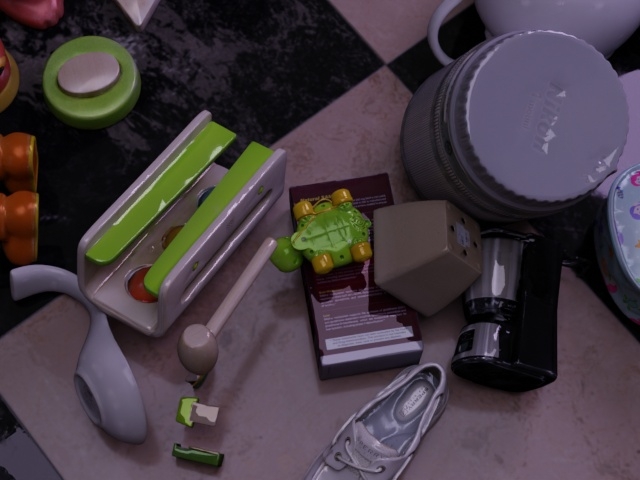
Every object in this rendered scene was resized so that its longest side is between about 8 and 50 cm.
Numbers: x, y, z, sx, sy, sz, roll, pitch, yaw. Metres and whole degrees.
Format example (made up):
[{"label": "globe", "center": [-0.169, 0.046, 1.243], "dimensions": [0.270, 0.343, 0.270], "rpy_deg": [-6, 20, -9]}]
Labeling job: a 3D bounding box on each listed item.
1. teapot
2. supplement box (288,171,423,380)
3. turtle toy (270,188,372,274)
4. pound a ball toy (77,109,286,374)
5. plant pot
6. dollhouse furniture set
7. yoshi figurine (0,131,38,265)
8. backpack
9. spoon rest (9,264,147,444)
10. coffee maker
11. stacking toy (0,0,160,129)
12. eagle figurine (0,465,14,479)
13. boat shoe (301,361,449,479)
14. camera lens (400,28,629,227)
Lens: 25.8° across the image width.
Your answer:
[{"label": "teapot", "center": [0.310, -0.304, 1.838], "dimensions": [0.256, 0.187, 0.252], "rpy_deg": [22, 42, 28]}, {"label": "supplement box", "center": [0.042, 0.044, 1.748], "dimensions": [0.130, 0.073, 0.239], "rpy_deg": [-8, 70, -4]}, {"label": "turtle toy", "center": [0.000, 0.000, 1.689], "dimensions": [0.130, 0.066, 0.095], "rpy_deg": [-18, 73, -6]}, {"label": "pound a ball toy", "center": [-0.143, 0.017, 1.686], "dimensions": [0.208, 0.136, 0.319], "rpy_deg": [27, 53, 14]}, {"label": "plant pot", "center": [0.135, 0.012, 1.681], "dimensions": [0.096, 0.109, 0.109], "rpy_deg": [-24, 49, 33]}, {"label": "dollhouse furniture set", "center": [-0.134, 0.192, 1.686], "dimensions": [0.058, 0.076, 0.152], "rpy_deg": [11, 79, 5]}, {"label": "yoshi figurine", "center": [-0.534, -0.037, 1.737], "dimensions": [0.362, 0.203, 0.203], "rpy_deg": [0, 101, -13]}, {"label": "backpack", "center": [0.473, -0.007, 1.725], "dimensions": [0.253, 0.191, 0.225], "rpy_deg": [-10, 72, -1]}, {"label": "spoon rest", "center": [-0.277, 0.129, 1.688], "dimensions": [0.084, 0.137, 0.276], "rpy_deg": [-25, 58, -26]}, {"label": "coffee maker", "center": [0.249, 0.089, 1.711], "dimensions": [0.171, 0.120, 0.178], "rpy_deg": [6, 69, 0]}, {"label": "stacking toy", "center": [-0.362, -0.301, 1.840], "dimensions": [0.279, 0.130, 0.309], "rpy_deg": [14, 70, 4]}, {"label": "eagle figurine", "center": [-0.503, 0.279, 1.608], "dimensions": [0.226, 0.225, 0.298], "rpy_deg": [-21, 103, 32]}, {"label": "boat shoe", "center": [0.055, 0.250, 1.656], "dimensions": [0.098, 0.096, 0.277], "rpy_deg": [34, 72, 10]}, {"label": "camera lens", "center": [0.228, -0.131, 1.696], "dimensions": [0.219, 0.274, 0.219], "rpy_deg": [1, 86, -11]}]
